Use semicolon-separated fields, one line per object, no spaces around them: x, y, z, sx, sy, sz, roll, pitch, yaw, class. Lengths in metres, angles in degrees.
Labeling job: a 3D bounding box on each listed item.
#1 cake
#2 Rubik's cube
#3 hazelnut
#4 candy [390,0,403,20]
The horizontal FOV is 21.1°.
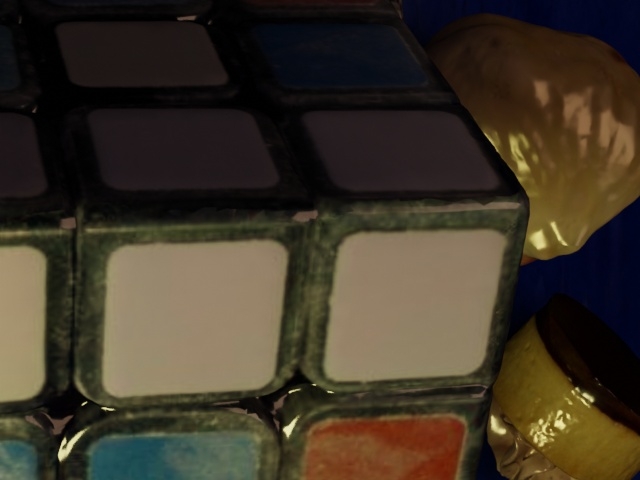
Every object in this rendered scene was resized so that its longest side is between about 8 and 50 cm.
0.242;0.178;1.775;0.207;0.178;0.185;40;21;-26;cake
-0.114;0.044;1.000;0.362;0.363;0.359;1;118;-12;Rubik's cube
0.197;-0.086;1.626;0.261;0.261;0.241;48;22;-40;hazelnut
0.051;-0.214;1.554;0.226;0.051;0.094;-84;174;-54;candy
